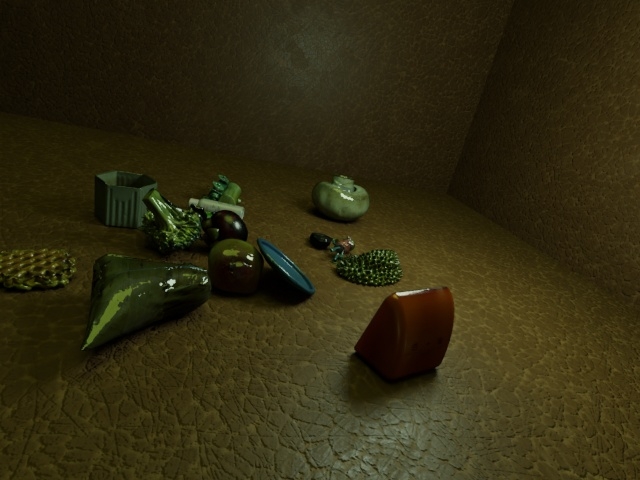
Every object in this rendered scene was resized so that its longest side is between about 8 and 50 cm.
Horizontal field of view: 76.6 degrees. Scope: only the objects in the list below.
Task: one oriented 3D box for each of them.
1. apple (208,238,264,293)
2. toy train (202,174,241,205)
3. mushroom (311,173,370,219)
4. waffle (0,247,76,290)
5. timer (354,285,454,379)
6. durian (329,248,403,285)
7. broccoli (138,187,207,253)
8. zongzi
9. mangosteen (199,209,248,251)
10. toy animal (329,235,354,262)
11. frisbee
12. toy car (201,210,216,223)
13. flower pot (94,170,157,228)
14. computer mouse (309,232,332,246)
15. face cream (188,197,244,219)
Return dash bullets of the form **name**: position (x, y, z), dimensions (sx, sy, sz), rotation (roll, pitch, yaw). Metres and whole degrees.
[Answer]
- **apple**: position (-0.294, 0.088, 1.416), dimensions (0.188, 0.174, 0.207), rotation (8, 37, -9)
- **toy train**: position (-0.532, -0.248, 2.220), dimensions (0.189, 0.126, 0.307), rotation (42, 14, -18)
- **mushroom**: position (0.121, -0.259, 2.418), dimensions (0.352, 0.260, 0.352), rotation (11, 15, -3)
- **waffle**: position (-0.877, 0.080, 1.224), dimensions (0.238, 0.058, 0.243), rotation (-7, 27, -37)
- **timer**: position (0.266, 0.256, 1.199), dimensions (0.257, 0.250, 0.161), rotation (-1, 26, -34)
- **durian**: position (0.229, 0.124, 1.771), dimensions (0.355, 0.157, 0.169), rotation (2, -12, -30)
- **broccoli**: position (-0.573, -0.091, 1.545), dimensions (0.247, 0.243, 0.263), rotation (-34, 34, -6)
- **zongzi**: position (-0.448, 0.175, 1.084), dimensions (0.323, 0.160, 0.360), rotation (4, 22, -22)
- **mangosteen**: position (-0.397, -0.031, 1.647), dimensions (0.200, 0.200, 0.200), rotation (12, 21, -5)
- **toy animal**: position (0.093, 0.031, 1.888), dimensions (0.103, 0.100, 0.208), rotation (18, 25, 14)
- **frisbee**: position (-0.136, 0.105, 1.487), dimensions (0.289, 0.049, 0.289), rotation (43, 3, -3)
- **toy car**: position (-0.523, -0.096, 1.867), dimensions (0.165, 0.071, 0.062), rotation (11, 35, -7)
- **flower pot**: position (-0.822, -0.176, 1.713), dimensions (0.239, 0.189, 0.209), rotation (4, 23, -20)
- **computer mouse**: position (0.000, 0.000, 1.969), dimensions (0.099, 0.057, 0.172), rotation (5, 11, -17)
- **face cream**: position (-0.516, -0.153, 1.999), dimensions (0.269, 0.082, 0.082), rotation (11, 21, -4)
